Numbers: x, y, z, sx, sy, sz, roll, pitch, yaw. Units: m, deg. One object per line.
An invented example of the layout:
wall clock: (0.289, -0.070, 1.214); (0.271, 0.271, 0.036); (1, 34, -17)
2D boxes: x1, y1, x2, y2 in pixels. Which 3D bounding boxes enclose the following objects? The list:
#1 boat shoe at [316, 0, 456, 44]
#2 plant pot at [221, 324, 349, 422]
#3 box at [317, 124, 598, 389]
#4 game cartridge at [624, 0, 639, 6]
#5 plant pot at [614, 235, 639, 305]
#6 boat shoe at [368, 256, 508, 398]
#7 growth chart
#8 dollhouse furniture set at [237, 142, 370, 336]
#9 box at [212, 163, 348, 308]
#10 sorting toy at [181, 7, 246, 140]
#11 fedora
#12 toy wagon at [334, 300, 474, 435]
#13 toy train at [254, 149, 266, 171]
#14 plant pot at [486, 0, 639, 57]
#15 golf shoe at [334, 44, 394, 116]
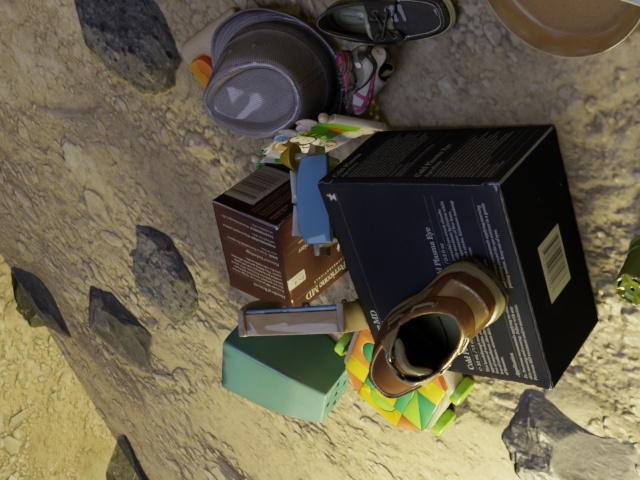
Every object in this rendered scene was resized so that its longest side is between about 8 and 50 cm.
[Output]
boat shoe: (0.089, -0.315, 1.354); (0.223, 0.073, 0.080); (12, 130, 42)
plant pot: (-0.064, 0.264, 1.973); (0.234, 0.166, 0.165); (28, 140, 19)
box: (0.210, 0.018, 1.415); (0.312, 0.179, 0.343); (4, 124, 40)
game cartridge: (0.376, -0.383, 0.962); (0.198, 0.062, 0.297); (30, 134, 26)
plant pot: (0.441, 0.047, 1.286); (0.083, 0.079, 0.083); (30, 140, 28)
boat shoe: (0.140, 0.144, 1.347); (0.122, 0.120, 0.324); (41, 141, 8)
growth chart: (-0.009, -0.162, 1.540); (0.237, 0.172, 0.021); (-21, 74, 52)
dollhouse furniture set: (0.000, 0.000, 1.592); (0.198, 0.286, 0.303); (-4, 87, 29)
box: (-0.068, -0.009, 1.719); (0.167, 0.168, 0.203); (21, 136, 36)
sorting toy: (-0.155, -0.287, 1.679); (0.193, 0.038, 0.208); (-16, 108, 53)
fedora: (-0.098, -0.248, 1.540); (0.275, 0.124, 0.244); (2, 123, 34)
toy wagon: (0.158, 0.217, 1.761); (0.267, 0.068, 0.344); (38, 143, 17)
toy train: (-0.108, -0.143, 1.776); (0.023, 0.017, 0.083); (30, 141, 10)
plant pot: (0.296, -0.337, 1.143); (0.236, 0.032, 0.236); (29, 140, 27)
golf shoe: (0.071, -0.237, 1.422); (0.186, 0.086, 0.067); (70, -170, -78)
